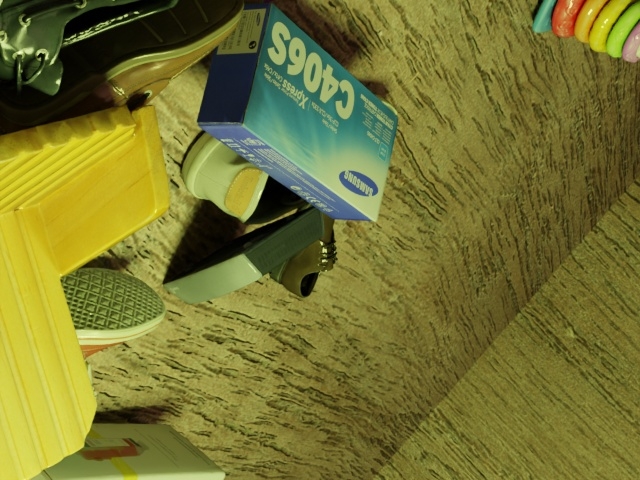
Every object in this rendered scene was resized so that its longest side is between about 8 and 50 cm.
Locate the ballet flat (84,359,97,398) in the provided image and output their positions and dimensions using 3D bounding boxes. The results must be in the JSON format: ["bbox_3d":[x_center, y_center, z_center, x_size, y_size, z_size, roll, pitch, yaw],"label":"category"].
[{"bbox_3d":[-0.360,0.190,1.791,0.241,0.091,0.077,75,36,-68],"label":"ballet flat"}]

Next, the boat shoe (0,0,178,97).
[{"bbox_3d":[-0.277,-0.199,1.241,0.340,0.113,0.127,-39,-173,-34],"label":"boat shoe"}]

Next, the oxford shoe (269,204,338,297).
[{"bbox_3d":[0.000,0.000,2.122,0.083,0.096,0.227,-20,142,-46],"label":"oxford shoe"}]

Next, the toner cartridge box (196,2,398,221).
[{"bbox_3d":[-0.019,-0.159,1.673,0.348,0.075,0.165,32,67,-54],"label":"toner cartridge box"}]

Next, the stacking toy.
[{"bbox_3d":[0.544,-0.376,2.249,0.175,0.302,0.165,-19,143,-49],"label":"stacking toy"}]

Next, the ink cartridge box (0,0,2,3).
[{"bbox_3d":[-0.355,-0.286,0.988,0.289,0.121,0.211,-6,133,-59],"label":"ink cartridge box"}]

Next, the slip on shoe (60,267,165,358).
[{"bbox_3d":[-0.349,0.119,1.654,0.331,0.123,0.101,-18,150,-42],"label":"slip on shoe"}]

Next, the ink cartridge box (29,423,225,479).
[{"bbox_3d":[-0.368,0.436,1.946,0.385,0.160,0.279,12,108,-55],"label":"ink cartridge box"}]

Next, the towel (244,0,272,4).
[{"bbox_3d":[-0.067,-0.323,1.600,0.083,0.009,0.060,-28,149,-42],"label":"towel"}]

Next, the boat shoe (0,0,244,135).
[{"bbox_3d":[-0.224,-0.198,1.406,0.307,0.110,0.104,-28,155,-21],"label":"boat shoe"}]

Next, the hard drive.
[{"bbox_3d":[-0.109,0.025,1.851,0.172,0.054,0.255,-34,-173,-33],"label":"hard drive"}]

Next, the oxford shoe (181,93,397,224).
[{"bbox_3d":[-0.016,-0.116,1.870,0.449,0.130,0.169,-20,142,-52],"label":"oxford shoe"}]

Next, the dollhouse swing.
[{"bbox_3d":[-0.298,0.078,1.316,0.315,0.305,0.347,-28,178,32],"label":"dollhouse swing"}]
